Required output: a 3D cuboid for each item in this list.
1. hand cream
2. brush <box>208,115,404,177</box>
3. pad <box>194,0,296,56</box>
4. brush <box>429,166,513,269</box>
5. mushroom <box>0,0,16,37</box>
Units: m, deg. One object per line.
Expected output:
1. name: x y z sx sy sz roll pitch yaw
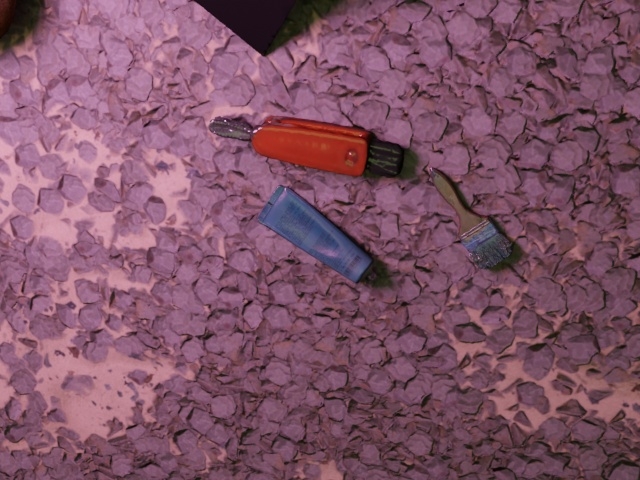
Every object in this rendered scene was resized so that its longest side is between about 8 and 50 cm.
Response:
1. hand cream: 0.000 0.000 1.823 0.224 0.048 0.083 37 114 3
2. brush: -0.023 -0.161 1.758 0.323 0.051 0.070 12 120 4
3. pad: -0.190 -0.453 1.624 0.367 0.007 0.247 38 150 -3
4. brush: 0.235 -0.041 1.761 0.070 0.021 0.196 -34 101 20
5. mushroom: -0.595 -0.417 1.721 0.253 0.153 0.253 5 114 13
